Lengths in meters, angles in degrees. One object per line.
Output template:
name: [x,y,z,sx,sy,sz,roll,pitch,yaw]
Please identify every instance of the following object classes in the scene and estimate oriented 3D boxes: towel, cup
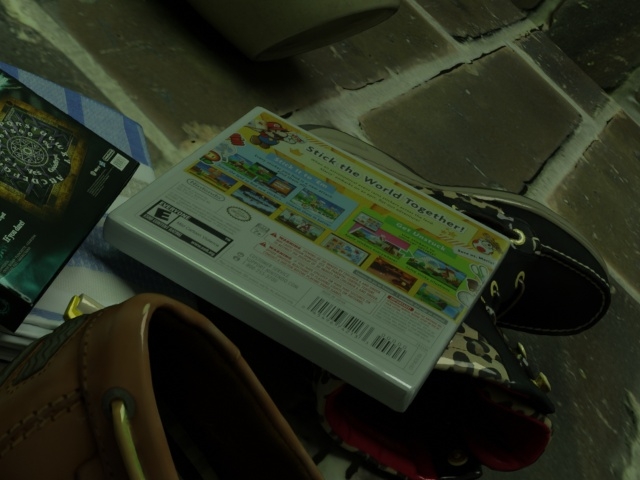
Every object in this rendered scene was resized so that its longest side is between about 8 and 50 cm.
towel: [-0.176,-0.023,0.715,0.209,0.034,0.285,21,33,-39]
cup: [-0.033,-0.327,1.120,0.331,0.331,0.237,-25,96,-63]

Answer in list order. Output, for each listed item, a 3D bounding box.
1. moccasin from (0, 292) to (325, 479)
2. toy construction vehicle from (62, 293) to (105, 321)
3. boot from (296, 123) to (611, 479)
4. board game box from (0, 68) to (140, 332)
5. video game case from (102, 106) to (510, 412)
moccasin: [0.008,0.183,0.472,0.380,0.147,0.139,58,32,-9]
toy construction vehicle: [-0.131,0.087,0.592,0.086,0.035,0.098,33,53,-26]
boot: [0.121,0.067,0.876,0.377,0.138,0.284,24,30,-27]
board game box: [-0.193,-0.036,0.635,0.126,0.026,0.186,35,28,-8]
video game case: [0.000,0.000,0.741,0.227,0.026,0.206,29,37,12]
